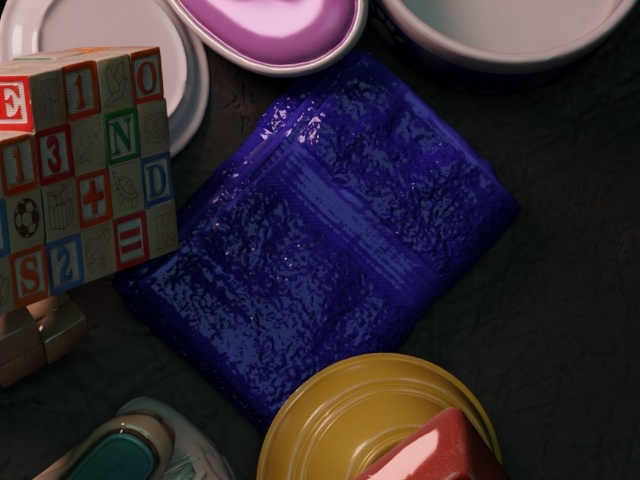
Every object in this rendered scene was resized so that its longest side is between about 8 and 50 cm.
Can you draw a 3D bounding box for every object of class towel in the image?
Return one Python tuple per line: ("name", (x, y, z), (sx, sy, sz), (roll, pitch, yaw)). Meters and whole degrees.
("towel", (0.000, 0.000, 1.642), (0.227, 0.076, 0.308), (41, 77, 5))

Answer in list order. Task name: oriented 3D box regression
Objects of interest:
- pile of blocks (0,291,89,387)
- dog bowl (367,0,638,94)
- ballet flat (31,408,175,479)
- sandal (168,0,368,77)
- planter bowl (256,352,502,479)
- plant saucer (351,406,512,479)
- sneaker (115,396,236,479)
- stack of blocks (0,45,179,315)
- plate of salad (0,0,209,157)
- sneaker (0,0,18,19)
("pile of blocks", (-0.370, 0.025, 1.558), (0.362, 0.113, 0.149), (4, 61, -1))
("dog bowl", (0.158, -0.267, 1.703), (0.264, 0.104, 0.265), (1, 77, -5))
("ballet flat", (-0.211, 0.219, 1.561), (0.248, 0.086, 0.086), (-39, 83, 18))
("sandal", (-0.108, -0.317, 1.658), (0.169, 0.102, 0.416), (-34, 72, 11))
("planter bowl", (0.062, 0.203, 1.569), (0.217, 0.090, 0.217), (0, 90, -15))
("plant saucer", (0.077, 0.304, 1.520), (0.258, 0.048, 0.259), (-37, 115, -4))
("sneaker", (-0.097, 0.228, 1.574), (0.090, 0.095, 0.235), (-30, 79, -9))
("stack of blocks", (-0.234, -0.046, 1.466), (0.087, 0.297, 0.171), (3, 104, 31))
("plate of salad", (-0.188, -0.151, 1.658), (0.199, 0.048, 0.200), (10, 70, -28))
("sneaker", (-0.376, -0.131, 1.635), (0.283, 0.107, 0.124), (-25, 100, -9))
